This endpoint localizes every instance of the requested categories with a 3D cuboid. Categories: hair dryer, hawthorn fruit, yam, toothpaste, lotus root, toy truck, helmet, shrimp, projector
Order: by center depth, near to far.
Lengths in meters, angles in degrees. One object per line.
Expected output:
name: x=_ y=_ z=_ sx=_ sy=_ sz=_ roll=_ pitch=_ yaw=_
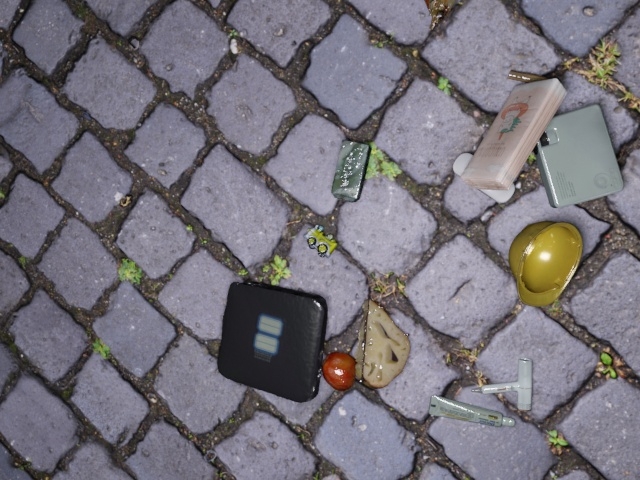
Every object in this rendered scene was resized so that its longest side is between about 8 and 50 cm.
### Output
projector: x=0.723 y=-0.237 z=1.484 sx=0.192 sy=0.099 sz=0.256 roll=-17 pitch=90 yaw=11
helmet: x=0.622 y=0.046 z=1.498 sx=0.205 sy=0.140 sz=0.256 roll=8 pitch=109 yaw=-21
yam: x=0.627 y=-0.474 z=1.525 sx=0.146 sy=0.032 sz=0.032 roll=17 pitch=96 yaw=11
shrimp: x=0.358 y=-0.766 z=1.551 sx=0.146 sy=0.061 sz=0.267 roll=12 pitch=98 yaw=19
hair dryer: x=0.549 y=0.434 z=1.581 sx=0.183 sy=0.044 sz=0.154 roll=2 pitch=91 yaw=14
lotus root: x=0.190 y=0.328 z=1.601 sx=0.170 sy=0.074 sz=0.260 roll=17 pitch=72 yaw=-7
toothpaste: x=0.467 y=0.536 z=1.602 sx=0.256 sy=0.037 sz=0.067 roll=8 pitch=100 yaw=14
hawthorn fruit: x=0.060 y=0.411 z=1.634 sx=0.128 sy=0.128 sz=0.128 roll=1 pitch=93 yaw=11
toy truck: x=0.000 y=0.000 z=1.655 sx=0.111 sy=0.076 sz=0.077 roll=40 pitch=82 yaw=9

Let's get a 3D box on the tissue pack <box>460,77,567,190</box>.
tissue pack: x=0.537 y=-0.294 z=1.452 sx=0.071 sy=0.170 sz=0.325 roll=34 pitch=86 yaw=-24

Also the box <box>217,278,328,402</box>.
box: x=-0.155 y=0.316 z=1.662 sx=0.359 sy=0.091 sz=0.350 roll=10 pitch=96 yaw=24

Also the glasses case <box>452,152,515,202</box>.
glasses case: x=0.490 y=-0.188 z=1.555 sx=0.197 sy=0.049 sz=0.076 roll=35 pitch=96 yaw=8

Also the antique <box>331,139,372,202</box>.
antique: x=0.095 y=-0.212 z=1.615 sx=0.088 sy=0.086 sz=0.182 roll=13 pitch=95 yaw=11
